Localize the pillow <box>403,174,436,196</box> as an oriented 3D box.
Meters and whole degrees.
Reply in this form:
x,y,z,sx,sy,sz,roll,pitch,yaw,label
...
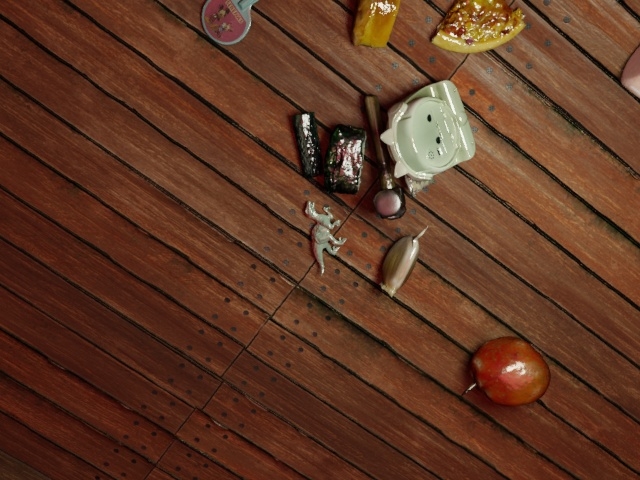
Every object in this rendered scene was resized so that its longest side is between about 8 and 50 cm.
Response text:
x,y,z,sx,sy,sz,roll,pitch,yaw,label
0.287,-0.272,1.647,0.059,0.169,0.255,-8,111,43,pillow

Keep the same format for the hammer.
x,y,z,sx,sy,sz,roll,pitch,yaw,label
0.199,-0.269,1.620,0.095,0.242,0.409,-9,92,11,hammer

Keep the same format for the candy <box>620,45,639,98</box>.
x,y,z,sx,sy,sz,roll,pitch,yaw,label
1.002,-0.531,1.473,0.094,0.255,0.255,34,105,-7,candy

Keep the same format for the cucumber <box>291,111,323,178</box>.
x,y,z,sx,sy,sz,roll,pitch,yaw,label
-0.040,-0.310,1.674,0.078,0.062,0.211,-9,106,4,cucumber

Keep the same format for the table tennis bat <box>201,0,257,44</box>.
x,y,z,sx,sy,sz,roll,pitch,yaw,label
-0.257,-0.712,1.578,0.244,0.040,0.153,-31,103,15,table tennis bat

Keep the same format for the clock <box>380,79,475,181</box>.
x,y,z,sx,sy,sz,roll,pitch,yaw,label
0.320,-0.315,1.552,0.324,0.108,0.265,-34,109,-31,clock

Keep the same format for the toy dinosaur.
x,y,z,sx,sy,sz,roll,pitch,yaw,label
0.000,0.000,1.772,0.167,0.053,0.242,18,107,-2,toy dinosaur

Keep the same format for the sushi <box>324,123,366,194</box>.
x,y,z,sx,sy,sz,roll,pitch,yaw,label
0.076,-0.260,1.653,0.127,0.124,0.225,8,108,-1,sushi

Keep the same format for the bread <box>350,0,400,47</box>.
x,y,z,sx,sy,sz,roll,pitch,yaw,label
0.171,-0.705,1.511,0.129,0.134,0.260,12,107,-3,bread

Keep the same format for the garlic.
x,y,z,sx,sy,sz,roll,pitch,yaw,label
0.287,0.048,1.727,0.128,0.148,0.267,7,110,-32,garlic

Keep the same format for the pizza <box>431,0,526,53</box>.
x,y,z,sx,sy,sz,roll,pitch,yaw,label
0.476,-0.686,1.534,0.289,0.081,0.229,-6,106,5,pizza

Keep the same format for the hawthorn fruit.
x,y,z,sx,sy,sz,roll,pitch,yaw,label
0.632,0.479,1.787,0.300,0.254,0.254,-32,103,-1,hawthorn fruit
